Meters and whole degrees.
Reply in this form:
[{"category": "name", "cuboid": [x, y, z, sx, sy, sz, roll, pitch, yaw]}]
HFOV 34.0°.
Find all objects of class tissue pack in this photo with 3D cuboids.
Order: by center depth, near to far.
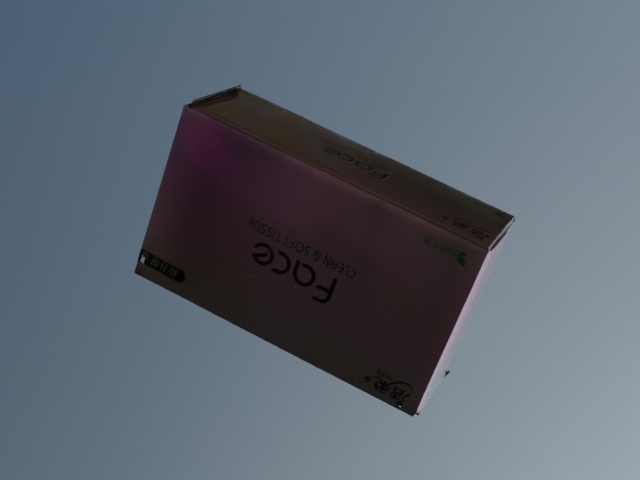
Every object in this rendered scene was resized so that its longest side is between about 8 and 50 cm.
[{"category": "tissue pack", "cuboid": [0.000, 0.000, 0.779, 0.246, 0.149, 0.092, 26, -157, 14]}]
